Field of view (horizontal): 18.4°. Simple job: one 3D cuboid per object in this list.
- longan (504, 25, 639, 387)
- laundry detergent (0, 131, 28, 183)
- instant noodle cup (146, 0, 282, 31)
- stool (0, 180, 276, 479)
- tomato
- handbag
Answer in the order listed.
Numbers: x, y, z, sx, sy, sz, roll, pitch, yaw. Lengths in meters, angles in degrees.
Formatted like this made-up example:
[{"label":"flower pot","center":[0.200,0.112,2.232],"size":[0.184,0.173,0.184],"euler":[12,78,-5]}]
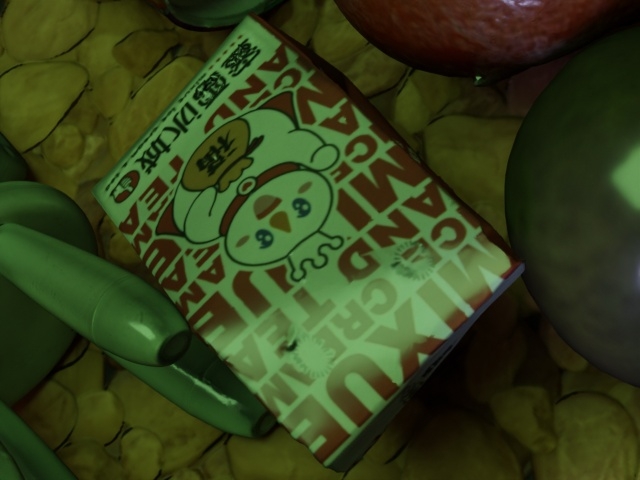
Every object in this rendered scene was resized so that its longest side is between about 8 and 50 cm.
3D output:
[{"label":"longan","center":[0.193,-0.022,1.112],"size":[0.198,0.198,0.212],"euler":[0,71,26]},{"label":"laundry detergent","center":[-0.361,-0.008,1.426],"size":[0.280,0.105,0.215],"euler":[-48,58,3]},{"label":"instant noodle cup","center":[-0.088,-0.273,1.331],"size":[0.251,0.251,0.190],"euler":[-45,67,3]},{"label":"stool","center":[-0.167,0.088,1.237],"size":[0.198,0.195,0.195],"euler":[35,83,32]},{"label":"tomato","center":[0.113,-0.229,1.177],"size":[0.265,0.265,0.265],"euler":[-10,66,23]},{"label":"handbag","center":[0.000,0.000,1.161],"size":[0.171,0.151,0.298],"euler":[-48,32,2]}]
